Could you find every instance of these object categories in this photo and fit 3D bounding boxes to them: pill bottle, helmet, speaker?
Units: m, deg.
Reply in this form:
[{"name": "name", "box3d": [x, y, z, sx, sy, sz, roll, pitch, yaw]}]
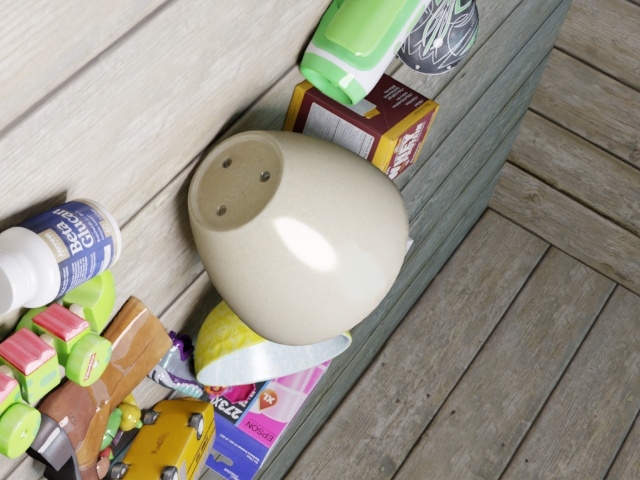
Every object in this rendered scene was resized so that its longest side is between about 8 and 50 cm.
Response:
[{"name": "pill bottle", "box3d": [-0.313, 0.020, 1.101, 0.169, 0.094, 0.094, -37, 155, -55]}, {"name": "helmet", "box3d": [0.212, -0.394, 1.789, 0.169, 0.169, 0.161, -63, -179, 18]}, {"name": "speaker", "box3d": [0.091, -0.368, 1.561, 0.296, 0.131, 0.131, -56, 165, -5]}]

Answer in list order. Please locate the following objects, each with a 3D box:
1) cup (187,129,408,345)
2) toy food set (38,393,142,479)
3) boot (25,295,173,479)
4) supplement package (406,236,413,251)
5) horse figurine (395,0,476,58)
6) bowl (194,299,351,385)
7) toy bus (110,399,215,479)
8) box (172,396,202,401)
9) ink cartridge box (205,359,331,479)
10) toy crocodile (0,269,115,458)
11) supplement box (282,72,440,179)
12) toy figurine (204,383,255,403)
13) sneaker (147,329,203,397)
[{"name": "cup", "box3d": [-0.064, -0.037, 1.468, 0.331, 0.331, 0.237, -56, 140, -7]}, {"name": "toy food set", "box3d": [-0.372, 0.359, 1.649, 0.218, 0.071, 0.128, -52, 164, -21]}, {"name": "boot", "box3d": [-0.335, 0.257, 1.531, 0.280, 0.096, 0.264, -55, 146, -28]}, {"name": "supplement package", "box3d": [0.000, 0.000, 1.747, 0.145, 0.262, 0.204, -62, 164, 14]}, {"name": "horse figurine", "box3d": [0.265, -0.473, 2.041, 0.263, 0.066, 0.174, -34, 147, -52]}, {"name": "bowl", "box3d": [-0.102, 0.147, 1.761, 0.289, 0.156, 0.289, -14, 160, -5]}, {"name": "toy bus", "box3d": [-0.282, 0.403, 1.760, 0.332, 0.108, 0.130, -69, 160, -68]}, {"name": "box", "box3d": [-0.294, 0.364, 2.000, 0.081, 0.028, 0.136, -58, 168, 2]}, {"name": "ink cartridge box", "box3d": [-0.137, 0.350, 2.131, 0.371, 0.176, 0.069, -52, 169, -37]}, {"name": "toy crocodile", "box3d": [-0.365, 0.160, 1.185, 0.340, 0.115, 0.105, -49, 158, -39]}, {"name": "supplement box", "box3d": [0.068, -0.201, 1.692, 0.191, 0.194, 0.129, -41, 158, -48]}, {"name": "toy figurine", "box3d": [-0.189, 0.289, 2.018, 0.173, 0.130, 0.159, -23, 150, -27]}, {"name": "sneaker", "box3d": [-0.247, 0.226, 1.775, 0.098, 0.083, 0.223, -61, 165, -7]}]
